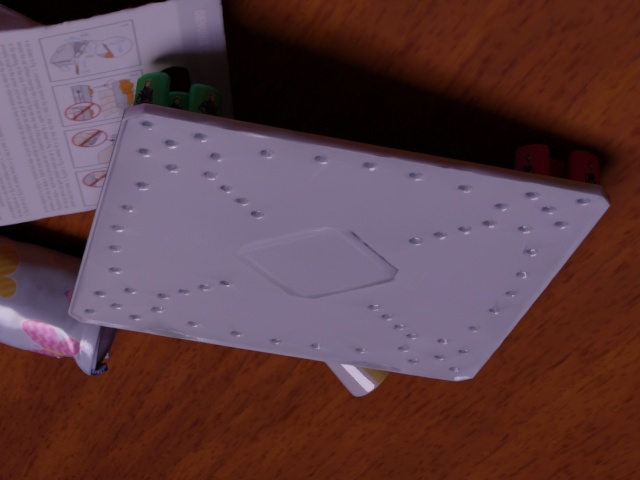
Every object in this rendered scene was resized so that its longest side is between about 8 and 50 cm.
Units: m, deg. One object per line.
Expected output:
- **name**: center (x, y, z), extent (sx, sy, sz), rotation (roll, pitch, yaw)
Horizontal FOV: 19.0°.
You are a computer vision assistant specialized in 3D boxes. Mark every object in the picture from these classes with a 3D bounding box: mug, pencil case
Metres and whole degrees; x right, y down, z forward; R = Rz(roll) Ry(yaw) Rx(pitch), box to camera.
- **mug**: center (0.036, 0.104, 1.884), extent (0.064, 0.078, 0.062), rotation (42, 177, -21)
- **pencil case**: center (-0.328, 0.045, 1.915), extent (0.273, 0.114, 0.124), rotation (18, 167, 0)

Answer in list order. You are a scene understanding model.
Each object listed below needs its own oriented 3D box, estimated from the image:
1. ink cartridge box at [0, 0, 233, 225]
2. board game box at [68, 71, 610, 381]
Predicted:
- **ink cartridge box**: center (-0.268, -0.118, 1.554), extent (0.384, 0.091, 0.308), rotation (-11, 155, -5)
- **board game box**: center (0.000, 0.000, 1.643), extent (0.389, 0.050, 0.390), rotation (10, 152, -10)
